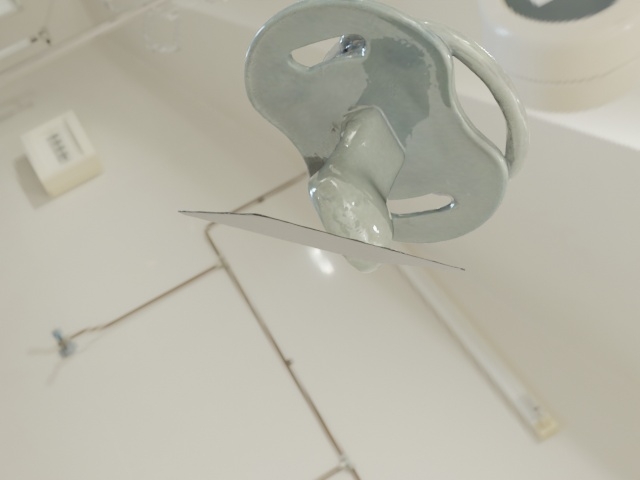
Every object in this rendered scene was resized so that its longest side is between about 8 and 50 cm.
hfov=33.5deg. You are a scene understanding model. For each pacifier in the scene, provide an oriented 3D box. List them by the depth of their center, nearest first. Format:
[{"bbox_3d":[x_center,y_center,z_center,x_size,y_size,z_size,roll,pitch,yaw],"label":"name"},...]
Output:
[{"bbox_3d":[0.048,-0.068,0.901,0.227,0.207,0.279,-7,-48,35],"label":"pacifier"}]

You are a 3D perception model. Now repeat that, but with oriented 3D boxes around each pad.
[{"bbox_3d":[0.000,0.000,0.665,0.112,0.157,0.003,4,-99,56],"label":"pad"}]
